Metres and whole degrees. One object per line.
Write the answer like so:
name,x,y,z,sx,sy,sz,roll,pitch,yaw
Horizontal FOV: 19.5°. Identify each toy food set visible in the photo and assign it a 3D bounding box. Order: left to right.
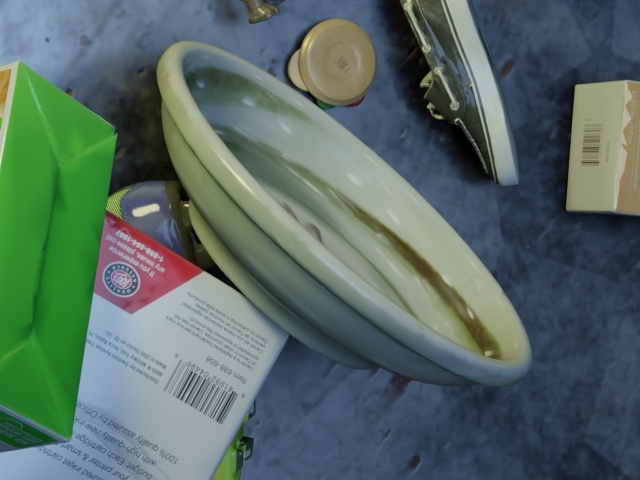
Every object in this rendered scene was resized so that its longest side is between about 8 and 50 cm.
toy food set,0.015,-0.162,1.722,0.082,0.020,0.083,36,77,-21

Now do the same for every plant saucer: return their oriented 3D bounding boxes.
plant saucer,0.000,0.000,1.555,0.400,0.400,0.100,37,105,-21

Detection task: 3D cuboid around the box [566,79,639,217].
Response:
box,0.340,-0.084,1.835,0.170,0.091,0.130,4,90,-24

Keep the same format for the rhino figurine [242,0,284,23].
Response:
rhino figurine,0.008,-0.295,1.687,0.243,0.073,0.106,-32,107,-22

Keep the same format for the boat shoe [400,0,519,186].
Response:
boat shoe,0.131,-0.149,1.754,0.070,0.078,0.219,-17,104,12

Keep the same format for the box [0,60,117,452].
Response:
box,-0.291,0.027,1.402,0.127,0.231,0.262,38,50,-48

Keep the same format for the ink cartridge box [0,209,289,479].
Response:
ink cartridge box,-0.181,0.137,1.490,0.197,0.114,0.273,33,77,-22

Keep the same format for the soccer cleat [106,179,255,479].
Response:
soccer cleat,-0.133,0.088,1.640,0.121,0.093,0.289,-11,102,6
